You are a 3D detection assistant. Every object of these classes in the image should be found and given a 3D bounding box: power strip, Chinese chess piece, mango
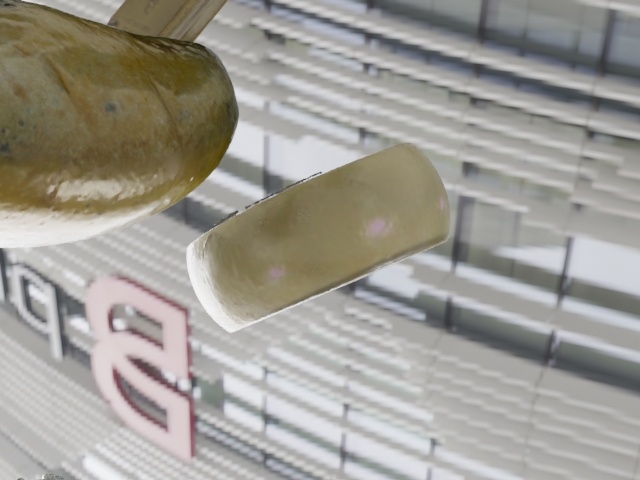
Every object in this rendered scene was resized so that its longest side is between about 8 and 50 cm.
[{"bbox_3d":[-0.088,-0.246,1.181,0.064,0.044,0.305,29,-108,29],"label":"power strip"},{"bbox_3d":[0.000,0.000,1.280,0.251,0.251,0.097,-22,-93,-28],"label":"Chinese chess piece"},{"bbox_3d":[-0.202,-0.080,0.973,0.329,0.176,0.175,8,178,-41],"label":"mango"}]

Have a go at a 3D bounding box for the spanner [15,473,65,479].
[{"bbox_3d":[-0.273,0.320,1.641,0.071,0.017,0.302,-5,-169,-40],"label":"spanner"}]
